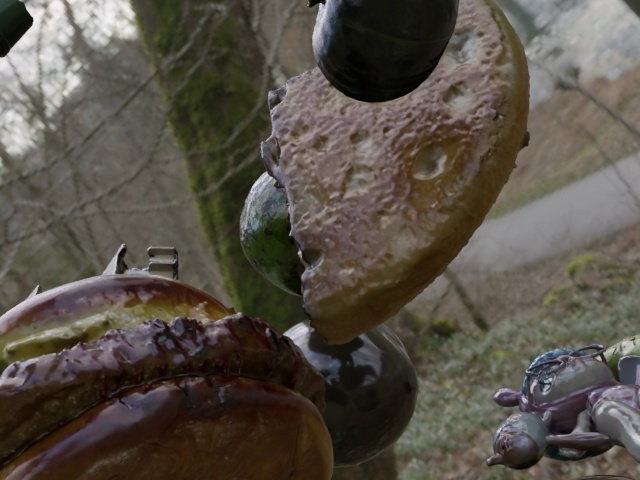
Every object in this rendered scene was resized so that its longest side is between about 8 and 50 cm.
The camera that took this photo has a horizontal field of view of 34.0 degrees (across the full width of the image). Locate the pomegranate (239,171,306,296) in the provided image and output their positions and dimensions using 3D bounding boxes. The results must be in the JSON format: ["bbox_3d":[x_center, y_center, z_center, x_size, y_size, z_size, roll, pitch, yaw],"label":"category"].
[{"bbox_3d":[0.000,0.000,1.378,0.211,0.211,0.263,-39,42,35],"label":"pomegranate"}]

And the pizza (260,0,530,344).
[{"bbox_3d":[0.065,-0.085,1.040,0.277,0.114,0.409,6,61,31],"label":"pizza"}]

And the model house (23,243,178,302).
[{"bbox_3d":[-0.259,0.134,1.142,0.178,0.206,0.271,-106,18,-62],"label":"model house"}]

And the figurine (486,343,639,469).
[{"bbox_3d":[0.229,0.161,0.862,0.205,0.103,0.260,-26,11,-14],"label":"figurine"}]

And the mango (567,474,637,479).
[{"bbox_3d":[0.213,0.283,0.884,0.267,0.133,0.111,-30,-27,-53],"label":"mango"}]

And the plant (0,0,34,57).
[{"bbox_3d":[-0.299,-0.173,0.910,0.102,0.051,0.051,-49,10,-21],"label":"plant"}]

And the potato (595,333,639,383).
[{"bbox_3d":[0.428,0.197,1.450,0.225,0.117,0.090,-39,-3,41],"label":"potato"}]

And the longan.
[{"bbox_3d":[0.028,0.204,1.452,0.248,0.248,0.248,-44,10,10],"label":"longan"}]

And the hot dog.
[{"bbox_3d":[-0.163,0.157,0.934,0.185,0.405,0.223,43,127,43],"label":"hot dog"}]

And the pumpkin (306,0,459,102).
[{"bbox_3d":[0.052,-0.200,0.888,0.167,0.125,0.167,-12,77,62],"label":"pumpkin"}]
